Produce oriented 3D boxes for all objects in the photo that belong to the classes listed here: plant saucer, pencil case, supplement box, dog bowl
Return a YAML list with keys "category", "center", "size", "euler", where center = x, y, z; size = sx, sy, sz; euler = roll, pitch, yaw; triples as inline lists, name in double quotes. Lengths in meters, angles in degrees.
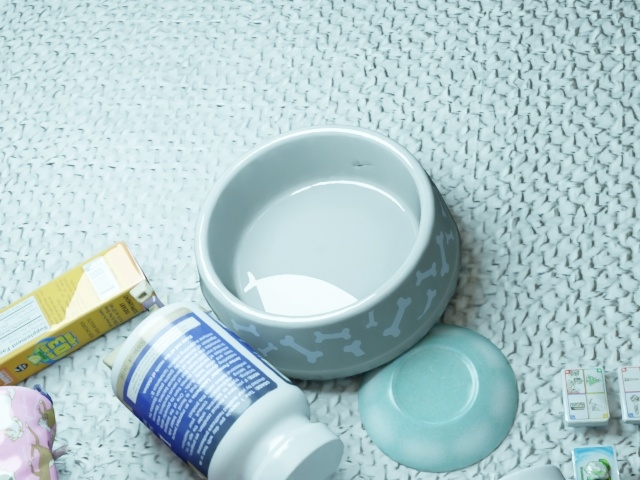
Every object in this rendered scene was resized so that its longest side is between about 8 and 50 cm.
- category: "plant saucer"
  center: [0.139, 0.179, 1.430]
  size: [0.195, 0.037, 0.194]
  euler: [-5, 59, 8]
- category: "pencil case"
  center: [-0.338, 0.356, 1.336]
  size: [0.167, 0.160, 0.386]
  euler: [-7, 56, -22]
- category: "supplement box"
  center: [-0.332, 0.097, 1.538]
  size: [0.233, 0.078, 0.080]
  euler: [-29, 62, -7]
- category: "dog bowl"
  center: [0.000, 0.000, 1.502]
  size: [0.349, 0.102, 0.348]
  euler: [-8, 55, 11]

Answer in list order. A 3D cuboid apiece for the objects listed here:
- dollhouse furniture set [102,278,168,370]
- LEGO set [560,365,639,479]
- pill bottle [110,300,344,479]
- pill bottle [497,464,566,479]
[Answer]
- category: "dollhouse furniture set"
  center: [-0.241, 0.106, 1.523]
  size: [0.114, 0.091, 0.081]
  euler: [-39, 24, 6]
- category: "LEGO set"
  center: [0.376, 0.253, 1.350]
  size: [0.183, 0.060, 0.244]
  euler: [-4, 48, 8]
- category: "pill bottle"
  center: [-0.108, 0.202, 1.392]
  size: [0.265, 0.153, 0.153]
  euler: [37, 72, 27]
- category: "pill bottle"
  center: [0.251, 0.387, 1.216]
  size: [0.161, 0.161, 0.283]
  euler: [-24, 59, -4]
